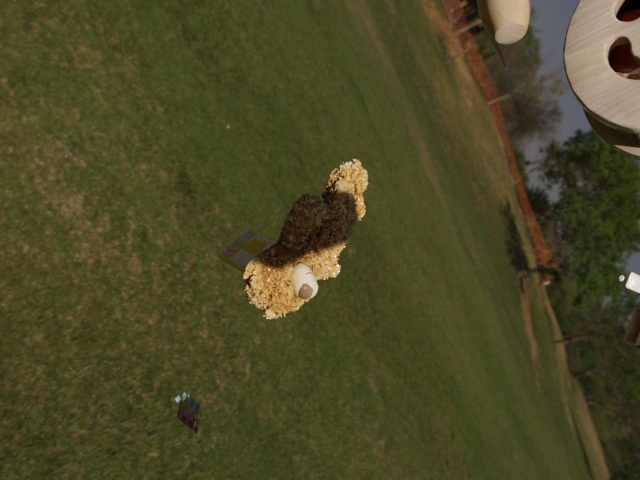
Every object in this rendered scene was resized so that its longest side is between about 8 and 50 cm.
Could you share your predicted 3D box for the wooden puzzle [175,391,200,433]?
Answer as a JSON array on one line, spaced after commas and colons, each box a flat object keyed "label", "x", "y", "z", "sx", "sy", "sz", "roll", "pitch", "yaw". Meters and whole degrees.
[{"label": "wooden puzzle", "x": -0.236, "y": 0.306, "z": 1.065, "sx": 0.049, "sy": 0.006, "sz": 0.083, "roll": -84, "pitch": 151, "yaw": -45}]

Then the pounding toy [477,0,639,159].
[{"label": "pounding toy", "x": 0.232, "y": -0.150, "z": 0.375, "sx": 0.155, "sy": 0.269, "sz": 0.154, "roll": 17, "pitch": 69, "yaw": -55}]

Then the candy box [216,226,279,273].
[{"label": "candy box", "x": -0.153, "y": 0.028, "z": 1.353, "sx": 0.206, "sy": 0.105, "sz": 0.027, "roll": 22, "pitch": -29, "yaw": 54}]

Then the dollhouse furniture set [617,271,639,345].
[{"label": "dollhouse furniture set", "x": 0.514, "y": 0.111, "z": 0.957, "sx": 0.081, "sy": 0.114, "sz": 0.091, "roll": 22, "pitch": -1, "yaw": -10}]

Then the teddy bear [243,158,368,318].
[{"label": "teddy bear", "x": 0.000, "y": 0.000, "z": 1.093, "sx": 0.113, "sy": 0.245, "sz": 0.338, "roll": 31, "pitch": 41, "yaw": 14}]
